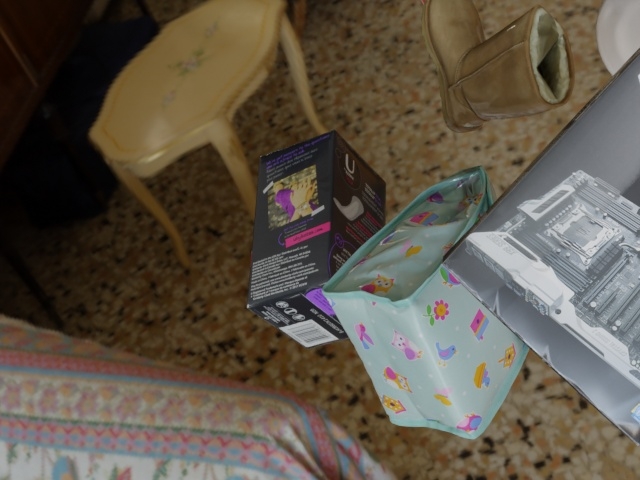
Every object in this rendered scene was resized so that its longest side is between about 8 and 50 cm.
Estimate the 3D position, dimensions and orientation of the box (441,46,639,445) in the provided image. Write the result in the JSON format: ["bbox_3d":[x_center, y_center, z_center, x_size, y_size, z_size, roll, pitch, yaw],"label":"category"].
[{"bbox_3d":[0.301,-0.011,0.860,0.307,0.242,0.076,-47,-3,9],"label":"box"}]

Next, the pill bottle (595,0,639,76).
[{"bbox_3d":[0.616,-0.370,1.488,0.361,0.204,0.204,-30,33,-33],"label":"pill bottle"}]

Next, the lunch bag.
[{"bbox_3d":[0.161,0.065,1.129,0.160,0.223,0.262,4,39,45],"label":"lunch bag"}]

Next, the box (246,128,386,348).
[{"bbox_3d":[0.000,0.000,1.413,0.143,0.165,0.270,-17,52,28],"label":"box"}]

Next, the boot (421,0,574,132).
[{"bbox_3d":[0.244,-0.274,1.310,0.089,0.236,0.269,-14,0,-16],"label":"boot"}]

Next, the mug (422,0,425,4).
[{"bbox_3d":[0.259,-0.535,1.837,0.169,0.113,0.150,-24,-2,13],"label":"mug"}]
